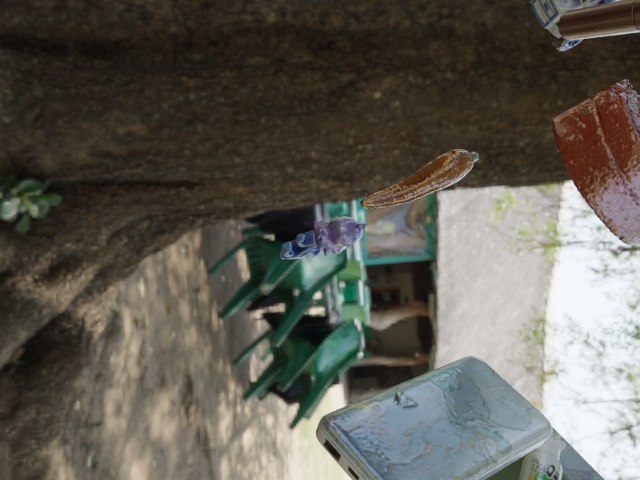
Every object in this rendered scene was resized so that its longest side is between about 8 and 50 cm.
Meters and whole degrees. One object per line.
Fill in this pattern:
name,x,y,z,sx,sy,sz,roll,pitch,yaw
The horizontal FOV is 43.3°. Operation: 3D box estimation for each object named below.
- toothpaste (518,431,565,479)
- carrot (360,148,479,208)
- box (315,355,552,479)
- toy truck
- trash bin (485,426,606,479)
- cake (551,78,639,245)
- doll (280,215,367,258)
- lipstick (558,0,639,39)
toothpaste,0.260,0.363,1.002,0.056,0.058,0.314,60,34,-21
carrot,0.109,-0.063,0.876,0.035,0.142,0.035,64,-1,3
box,0.135,0.213,0.904,0.142,0.285,0.044,44,-53,31
toy truck,0.537,-0.504,1.625,0.161,0.213,0.177,63,-19,7
trash bin,0.493,0.560,1.719,0.223,0.158,0.343,-61,-142,19
cake,0.506,-0.119,1.321,0.283,0.150,0.177,38,33,-36
doll,0.000,0.000,1.470,0.110,0.205,0.067,6,68,-54
lipstick,0.493,-0.360,1.293,0.356,0.057,0.057,-143,-133,-74
